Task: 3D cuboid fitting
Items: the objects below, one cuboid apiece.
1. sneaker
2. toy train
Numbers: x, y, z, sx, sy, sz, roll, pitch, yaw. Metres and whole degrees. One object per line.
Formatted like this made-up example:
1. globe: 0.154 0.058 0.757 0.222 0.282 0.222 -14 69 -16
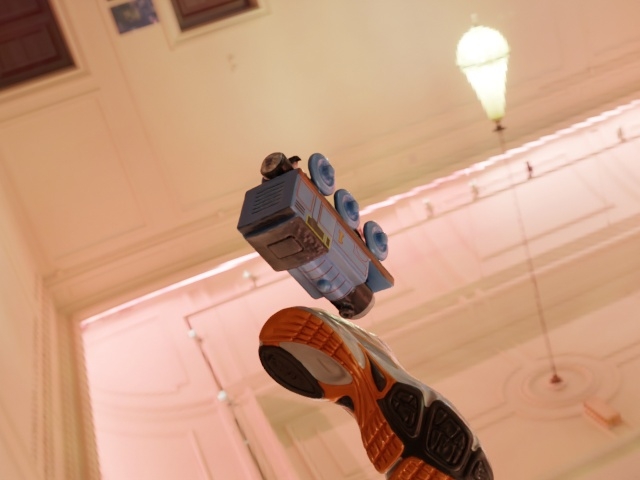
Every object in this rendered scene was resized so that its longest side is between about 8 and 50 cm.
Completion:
1. sneaker: 0.066 0.149 0.848 0.099 0.262 0.121 -51 171 15
2. toy train: 0.000 0.000 0.817 0.080 0.184 0.105 -20 -142 29
